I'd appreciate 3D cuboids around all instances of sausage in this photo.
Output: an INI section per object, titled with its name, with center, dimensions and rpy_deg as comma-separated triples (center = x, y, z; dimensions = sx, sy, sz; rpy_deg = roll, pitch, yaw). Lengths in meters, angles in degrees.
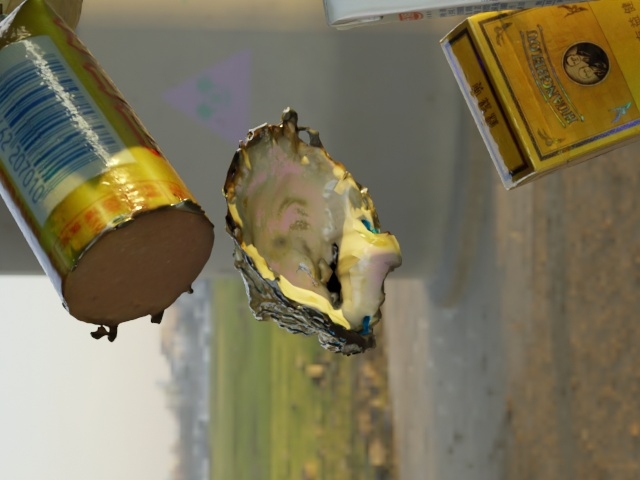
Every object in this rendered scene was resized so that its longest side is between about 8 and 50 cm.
[sausage]
center = -0.191, -0.072, 1.163
dimensions = 0.317, 0.117, 0.125
rpy_deg = 54, 147, 38

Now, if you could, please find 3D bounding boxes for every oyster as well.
[oyster]
center = -0.006, 0.001, 1.611
dimensions = 0.092, 0.259, 0.198
rpy_deg = -30, 14, 49

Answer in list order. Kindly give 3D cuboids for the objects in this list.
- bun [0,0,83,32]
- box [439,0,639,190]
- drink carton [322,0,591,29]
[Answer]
[bun]
center = -0.456, -0.275, 2.036
dimensions = 0.202, 0.364, 0.364
rpy_deg = 47, 149, 33
[box]
center = 0.311, -0.198, 1.819
dimensions = 0.192, 0.302, 0.084
rpy_deg = 66, 156, 7
[drink carton]
center = 0.154, -0.266, 1.381
dimensions = 0.106, 0.315, 0.130
rpy_deg = -18, -79, -84
